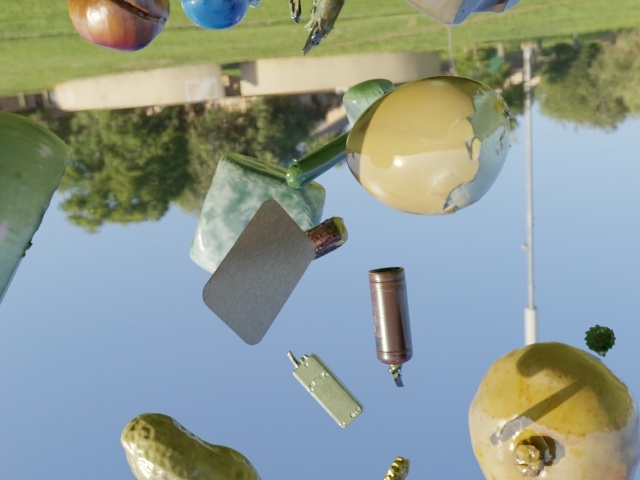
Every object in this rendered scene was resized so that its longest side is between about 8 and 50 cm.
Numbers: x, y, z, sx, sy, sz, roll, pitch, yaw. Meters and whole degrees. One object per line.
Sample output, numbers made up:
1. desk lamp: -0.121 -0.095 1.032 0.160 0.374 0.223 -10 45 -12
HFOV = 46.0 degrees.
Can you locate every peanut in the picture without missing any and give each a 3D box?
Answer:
1. peanut: -0.225 0.426 1.375 0.313 0.149 0.149 32 -168 -9

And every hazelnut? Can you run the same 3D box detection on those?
1. hazelnut: -0.345 -0.420 1.325 0.182 0.182 0.182 -5 -165 1

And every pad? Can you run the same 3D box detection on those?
1. pad: -0.117 0.062 1.508 0.002 0.176 0.266 -1 -132 49

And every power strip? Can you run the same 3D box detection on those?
1. power strip: 0.007 0.442 2.317 0.093 0.288 0.053 -44 172 8

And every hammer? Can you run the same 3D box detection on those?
1. hammer: 0.050 -0.200 1.606 0.335 0.206 0.119 -34 -154 -29

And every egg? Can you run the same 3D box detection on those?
1. egg: 0.153 -0.135 1.096 0.244 0.201 0.201 1 -164 27

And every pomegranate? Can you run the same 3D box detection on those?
1. pomegranate: 0.533 0.433 1.730 0.411 0.411 0.411 -5 -165 1

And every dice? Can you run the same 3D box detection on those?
1. dice: -0.186 -0.058 2.229 0.330 0.328 0.348 19 -170 -10

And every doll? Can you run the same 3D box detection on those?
1. doll: 0.738 0.263 2.001 0.076 0.078 0.113 18 177 17
2. doll: -0.241 -0.598 1.792 0.215 0.161 0.257 12 -151 -15

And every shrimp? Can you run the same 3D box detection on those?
1. shrimp: -0.016 -0.476 1.536 0.126 0.223 0.047 13 159 15

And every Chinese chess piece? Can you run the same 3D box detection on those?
1. Chinese chess piece: -0.465 -0.006 1.009 0.146 0.349 0.349 25 -174 -19

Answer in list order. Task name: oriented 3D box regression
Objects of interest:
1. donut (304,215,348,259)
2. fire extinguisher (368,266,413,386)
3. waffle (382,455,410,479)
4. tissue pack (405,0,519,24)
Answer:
1. donut: 0.000 0.000 1.750 0.140 0.059 0.140 -27 168 -6
2. fire extinguisher: 0.200 0.246 2.066 0.102 0.344 0.138 -6 -175 11
3. waffle: 0.162 0.673 1.943 0.056 0.249 0.253 26 160 13
4. tissue pack: 0.303 -0.633 1.599 0.277 0.267 0.387 45 -136 18
